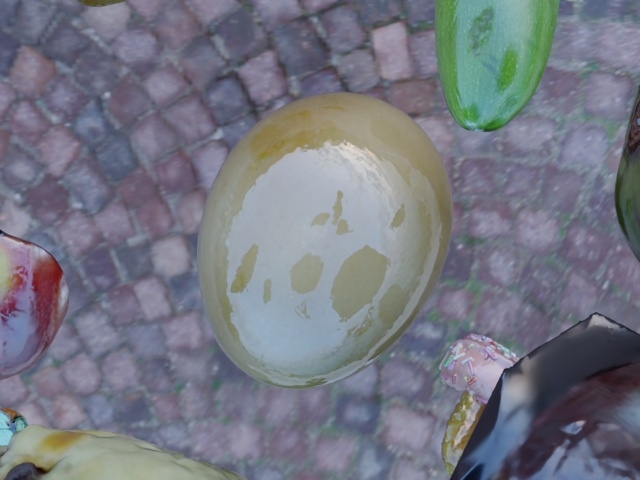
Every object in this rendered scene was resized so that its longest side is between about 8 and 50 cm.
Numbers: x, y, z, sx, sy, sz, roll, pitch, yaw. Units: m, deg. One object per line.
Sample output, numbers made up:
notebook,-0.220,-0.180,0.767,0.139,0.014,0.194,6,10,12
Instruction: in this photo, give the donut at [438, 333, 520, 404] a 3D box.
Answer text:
donut,0.208,0.173,1.457,0.166,0.117,0.065,40,67,15

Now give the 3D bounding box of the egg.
egg,0.000,0.000,1.558,0.301,0.301,0.373,29,87,13

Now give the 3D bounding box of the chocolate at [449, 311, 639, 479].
chocolate,0.328,0.292,1.077,0.331,0.384,0.383,18,110,55

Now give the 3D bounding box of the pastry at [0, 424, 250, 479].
pastry,-0.136,0.309,0.752,0.389,0.388,0.312,-5,129,21

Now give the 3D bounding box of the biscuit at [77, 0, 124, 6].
biscuit,-0.063,-0.183,0.530,0.278,0.302,0.043,-44,49,34

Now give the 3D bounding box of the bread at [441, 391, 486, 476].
bread,0.312,0.340,1.861,0.109,0.185,0.380,5,146,44

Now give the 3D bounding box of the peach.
peach,-0.378,0.097,1.357,0.189,0.068,0.279,18,132,-17

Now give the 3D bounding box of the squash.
squash,0.115,-0.211,0.817,0.082,0.082,0.292,-2,75,20

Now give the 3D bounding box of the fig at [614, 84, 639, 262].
fig,0.275,-0.016,0.628,0.259,0.151,0.151,20,107,-3

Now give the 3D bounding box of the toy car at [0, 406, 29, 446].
toy car,-0.293,0.197,1.217,0.059,0.035,0.122,-6,126,24
